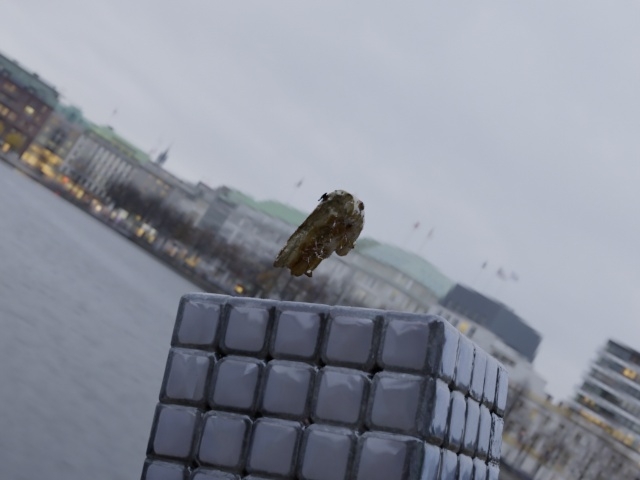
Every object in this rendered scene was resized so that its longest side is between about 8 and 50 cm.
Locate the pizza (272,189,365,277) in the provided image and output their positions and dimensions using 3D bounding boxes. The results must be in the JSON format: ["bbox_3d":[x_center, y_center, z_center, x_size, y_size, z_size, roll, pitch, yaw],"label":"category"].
[{"bbox_3d":[0.000,0.000,1.417,0.062,0.161,0.182,53,-26,14],"label":"pizza"}]

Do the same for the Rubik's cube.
[{"bbox_3d":[0.012,0.186,0.852,0.238,0.237,0.237,3,-17,26],"label":"Rubik's cube"}]
